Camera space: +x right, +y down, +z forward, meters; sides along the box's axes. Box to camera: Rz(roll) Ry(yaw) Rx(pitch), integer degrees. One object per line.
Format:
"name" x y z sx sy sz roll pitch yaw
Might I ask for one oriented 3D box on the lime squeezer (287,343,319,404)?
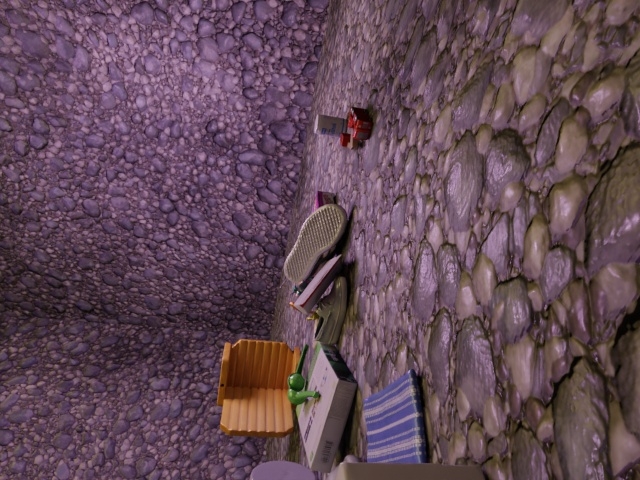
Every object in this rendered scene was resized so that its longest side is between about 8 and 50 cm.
"lime squeezer" -0.061 0.406 1.284 0.310 0.059 0.109 -121 48 -78

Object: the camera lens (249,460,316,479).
"camera lens" -0.124 0.836 1.306 0.219 0.220 0.274 177 99 -81

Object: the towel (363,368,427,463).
"towel" 0.116 0.406 0.716 0.243 0.040 0.335 113 162 -57

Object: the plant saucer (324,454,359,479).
"plant saucer" 0.016 0.617 0.821 0.400 0.101 0.400 -175 90 -89

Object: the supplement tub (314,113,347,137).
"supplement tub" 0.036 -0.408 1.574 0.071 0.107 0.070 -174 90 -81

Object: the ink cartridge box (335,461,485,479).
"ink cartridge box" 0.098 0.376 0.437 0.232 0.168 0.171 -98 17 -61

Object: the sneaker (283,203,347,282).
"sneaker" 0.000 0.000 1.430 0.126 0.127 0.321 48 124 16

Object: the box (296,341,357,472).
"box" 0.007 0.430 1.200 0.322 0.059 0.232 -155 82 -79

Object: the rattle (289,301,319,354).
"rattle" -0.041 0.314 1.456 0.130 0.143 0.199 40 118 57

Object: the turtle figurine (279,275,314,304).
"turtle figurine" -0.078 0.159 1.845 0.234 0.118 0.175 -67 25 3

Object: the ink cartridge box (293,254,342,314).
"ink cartridge box" 0.004 0.134 1.303 0.181 0.056 0.225 -52 4 -13

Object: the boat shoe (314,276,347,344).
"boat shoe" 0.025 0.206 1.279 0.079 0.081 0.227 -103 21 -64

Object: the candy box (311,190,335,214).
"candy box" 0.001 -0.043 1.640 0.159 0.071 0.233 -93 14 -45

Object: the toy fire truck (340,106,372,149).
"toy fire truck" 0.102 -0.317 1.293 0.192 0.047 0.135 -99 18 -57

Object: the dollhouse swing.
"dollhouse swing" -0.258 0.619 1.884 0.305 0.347 0.315 -177 94 -82
